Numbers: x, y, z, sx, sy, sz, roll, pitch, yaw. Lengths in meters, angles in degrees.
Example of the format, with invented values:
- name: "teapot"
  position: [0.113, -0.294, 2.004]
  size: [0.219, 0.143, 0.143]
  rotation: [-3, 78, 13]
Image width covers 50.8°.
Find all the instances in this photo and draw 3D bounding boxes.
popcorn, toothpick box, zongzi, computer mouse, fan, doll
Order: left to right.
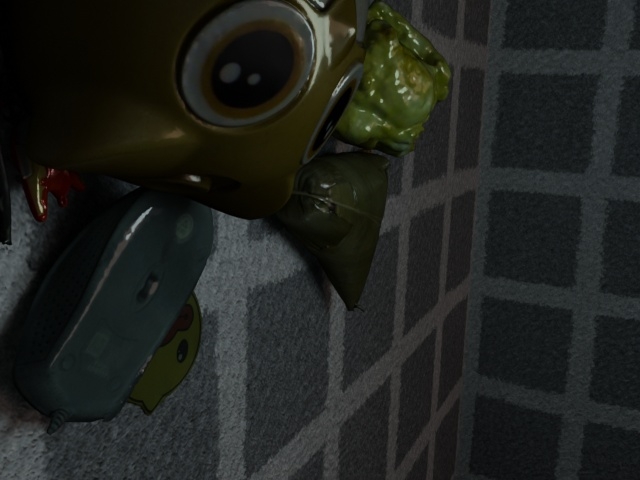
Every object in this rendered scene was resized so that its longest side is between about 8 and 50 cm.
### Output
- name: "doll"
  position: [-0.340, -0.116, 0.798]
  size: [0.109, 0.057, 0.169]
  rotation: [-70, 141, -63]
- name: "computer mouse"
  position: [-0.279, 0.075, 0.900]
  size: [0.371, 0.122, 0.188]
  rotation: [-64, 147, -20]
- name: "fan"
  position: [-0.255, 0.119, 1.087]
  size: [0.229, 0.011, 0.335]
  rotation: [4, 93, -65]
- name: "toothpick box"
  position: [-0.139, -0.256, 0.754]
  size: [0.409, 0.409, 0.425]
  rotation: [16, 79, -65]
- name: "zongzi"
  position: [0.000, 0.000, 1.412]
  size: [0.447, 0.181, 0.418]
  rotation: [-19, 114, -60]
- name: "popcorn"
  position: [0.116, -0.348, 1.463]
  size: [0.312, 0.312, 0.312]
  rotation: [-28, 122, -60]

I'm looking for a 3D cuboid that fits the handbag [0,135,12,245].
- name: "handbag"
  position: [-0.413, -0.094, 0.528]
  size: [0.325, 0.162, 0.327]
  rotation: [-40, 137, -53]

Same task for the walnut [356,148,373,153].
- name: "walnut"
  position: [0.093, -0.178, 1.691]
  size: [0.091, 0.052, 0.121]
  rotation: [64, 39, -48]
